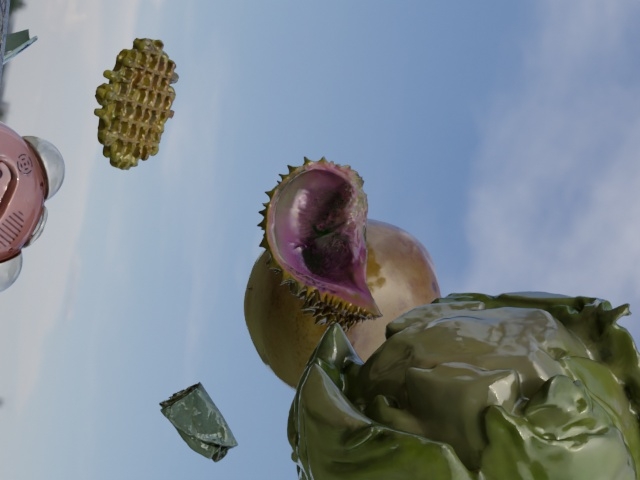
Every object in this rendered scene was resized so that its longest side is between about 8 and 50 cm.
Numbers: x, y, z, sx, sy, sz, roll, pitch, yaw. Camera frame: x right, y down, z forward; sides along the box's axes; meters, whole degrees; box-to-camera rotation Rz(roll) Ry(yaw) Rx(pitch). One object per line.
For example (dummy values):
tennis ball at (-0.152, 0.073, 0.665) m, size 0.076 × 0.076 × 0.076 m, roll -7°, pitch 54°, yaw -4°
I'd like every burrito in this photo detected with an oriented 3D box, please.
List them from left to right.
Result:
burrito at (-0.167, 0.256, 1.658) m, size 0.044 × 0.074 × 0.118 m, roll -11°, pitch -67°, yaw 57°

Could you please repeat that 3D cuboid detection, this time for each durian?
durian at (-0.013, 0.003, 1.752) m, size 0.154 × 0.186 × 0.260 m, roll -41°, pitch -153°, yaw 43°

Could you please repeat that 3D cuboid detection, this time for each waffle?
waffle at (-0.257, -0.190, 1.682) m, size 0.191 × 0.038 × 0.191 m, roll -52°, pitch 152°, yaw -44°

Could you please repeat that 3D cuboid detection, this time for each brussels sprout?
brussels sprout at (0.182, 0.258, 1.389) m, size 0.342 × 0.425 × 0.361 m, roll -115°, pitch -162°, yaw -67°

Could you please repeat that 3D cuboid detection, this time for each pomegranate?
pomegranate at (0.042, 0.145, 2.373) m, size 0.417 × 0.417 × 0.416 m, roll -168°, pitch -90°, yaw -72°

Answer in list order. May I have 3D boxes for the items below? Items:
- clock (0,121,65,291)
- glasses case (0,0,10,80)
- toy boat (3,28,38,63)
clock at (-0.323, -0.043, 1.134) m, size 0.093 × 0.162 × 0.166 m, roll 7°, pitch -111°, yaw 44°
glasses case at (-0.476, -0.270, 1.548) m, size 0.085 × 0.137 × 0.354 m, roll 90°, pitch 5°, yaw -83°
toy boat at (-0.508, -0.229, 1.702) m, size 0.210 × 0.291 × 0.070 m, roll 9°, pitch -49°, yaw 57°
